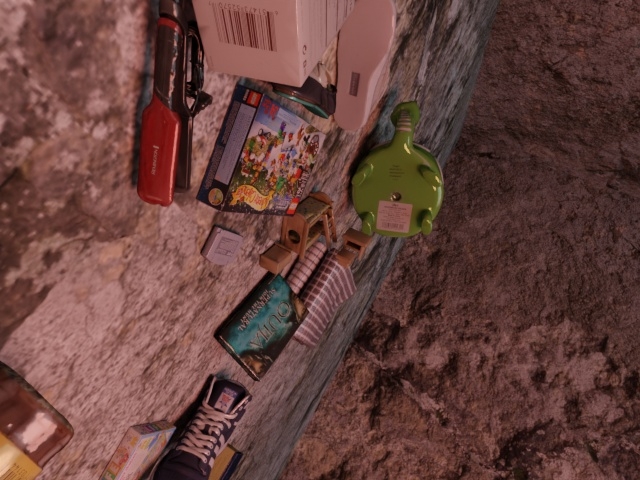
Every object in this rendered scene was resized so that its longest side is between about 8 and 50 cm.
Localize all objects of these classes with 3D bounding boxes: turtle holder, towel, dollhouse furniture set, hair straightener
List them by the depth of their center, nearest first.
[{"bbox_3d":[-0.146,-0.154,0.409,0.089,0.047,0.230,-67,168,-64],"label":"hair straightener"},{"bbox_3d":[0.000,0.000,0.809,0.182,0.161,0.101,-45,154,-48],"label":"dollhouse furniture set"},{"bbox_3d":[-0.012,0.154,1.048,0.235,0.121,0.284,-59,162,-14],"label":"towel"},{"bbox_3d":[0.197,-0.177,1.092,0.320,0.243,0.227,60,27,-21],"label":"turtle holder"}]

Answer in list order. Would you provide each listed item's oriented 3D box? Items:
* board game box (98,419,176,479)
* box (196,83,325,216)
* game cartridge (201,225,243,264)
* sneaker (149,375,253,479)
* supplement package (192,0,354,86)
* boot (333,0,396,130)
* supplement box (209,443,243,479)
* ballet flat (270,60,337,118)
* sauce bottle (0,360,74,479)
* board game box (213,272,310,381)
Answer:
[{"bbox_3d":[-0.308,0.373,0.653,0.154,0.026,0.103,-61,162,-11],"label":"board game box"},{"bbox_3d":[-0.077,-0.119,0.623,0.159,0.044,0.233,-68,162,9],"label":"box"},{"bbox_3d":[-0.152,0.010,0.631,0.056,0.017,0.083,-67,162,-3],"label":"game cartridge"},{"bbox_3d":[-0.211,0.356,0.748,0.153,0.099,0.282,-64,178,5],"label":"sneaker"},{"bbox_3d":[-0.037,-0.255,0.408,0.105,0.105,0.179,88,20,-52],"label":"supplement package"},{"bbox_3d":[0.089,-0.339,0.754,0.123,0.095,0.258,-58,171,-38],"label":"boot"},{"bbox_3d":[-0.239,0.507,0.934,0.083,0.083,0.056,-57,161,-22],"label":"supplement box"},{"bbox_3d":[-0.016,-0.232,0.607,0.074,0.074,0.203,-69,168,14],"label":"ballet flat"},{"bbox_3d":[-0.336,0.228,0.242,0.344,0.111,0.111,-49,156,-43],"label":"sauce bottle"},{"bbox_3d":[-0.109,0.167,0.816,0.126,0.026,0.186,54,50,-18],"label":"board game box"}]
